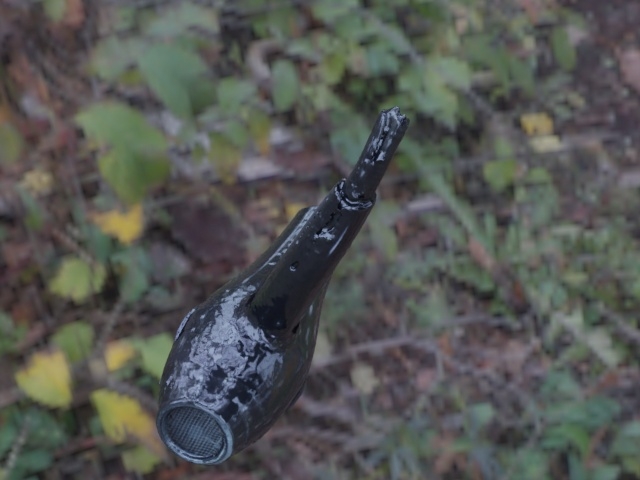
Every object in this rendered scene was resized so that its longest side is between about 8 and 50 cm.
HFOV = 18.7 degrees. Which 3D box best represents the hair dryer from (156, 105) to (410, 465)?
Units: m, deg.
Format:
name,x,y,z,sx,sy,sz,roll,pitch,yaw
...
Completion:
name,x,y,z,sx,sy,sz,roll,pitch,yaw
hair dryer,0.000,0.000,1.007,0.075,0.219,0.195,33,42,-2
